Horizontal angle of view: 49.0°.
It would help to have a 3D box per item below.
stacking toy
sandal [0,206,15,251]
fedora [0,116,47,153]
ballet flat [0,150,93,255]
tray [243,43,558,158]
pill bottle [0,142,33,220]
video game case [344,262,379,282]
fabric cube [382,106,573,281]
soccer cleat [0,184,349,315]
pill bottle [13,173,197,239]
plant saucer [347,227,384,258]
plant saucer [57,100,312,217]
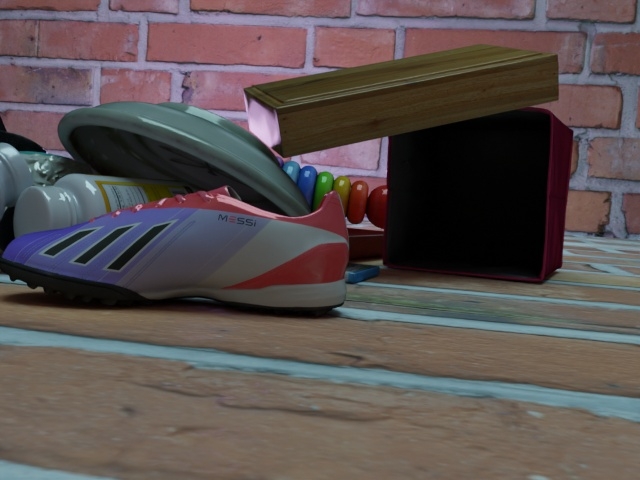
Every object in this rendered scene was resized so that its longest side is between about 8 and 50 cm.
[{"bbox_3d":[0.014,-0.090,1.414,0.331,0.141,0.141,8,4,2],"label":"stacking toy"},{"bbox_3d":[-0.307,-0.020,0.939,0.055,0.097,0.255,6,4,32],"label":"sandal"},{"bbox_3d":[-0.571,-0.127,1.005,0.334,0.152,0.334,-19,-16,-6],"label":"fedora"},{"bbox_3d":[-0.470,-0.033,0.895,0.147,0.146,0.409,7,8,42],"label":"ballet flat"},{"bbox_3d":[0.111,-0.217,1.028,0.411,0.076,0.203,-14,23,-13],"label":"tray"},{"bbox_3d":[-0.416,-0.045,0.767,0.103,0.103,0.184,7,27,35],"label":"pill bottle"},{"bbox_3d":[-0.014,0.038,0.972,0.167,0.015,0.119,5,4,20],"label":"video game case"},{"bbox_3d":[0.271,-0.079,1.171,0.254,0.258,0.258,5,5,26],"label":"fabric cube"},{"bbox_3d":[-0.131,0.001,0.656,0.319,0.116,0.108,4,4,-3],"label":"soccer cleat"},{"bbox_3d":[-0.252,-0.020,0.858,0.117,0.117,0.215,7,5,39],"label":"pill bottle"},{"bbox_3d":[0.000,0.000,1.310,0.259,0.047,0.259,6,4,31],"label":"plant saucer"},{"bbox_3d":[-0.171,-0.101,1.017,0.401,0.100,0.400,21,-16,6],"label":"plant saucer"}]
